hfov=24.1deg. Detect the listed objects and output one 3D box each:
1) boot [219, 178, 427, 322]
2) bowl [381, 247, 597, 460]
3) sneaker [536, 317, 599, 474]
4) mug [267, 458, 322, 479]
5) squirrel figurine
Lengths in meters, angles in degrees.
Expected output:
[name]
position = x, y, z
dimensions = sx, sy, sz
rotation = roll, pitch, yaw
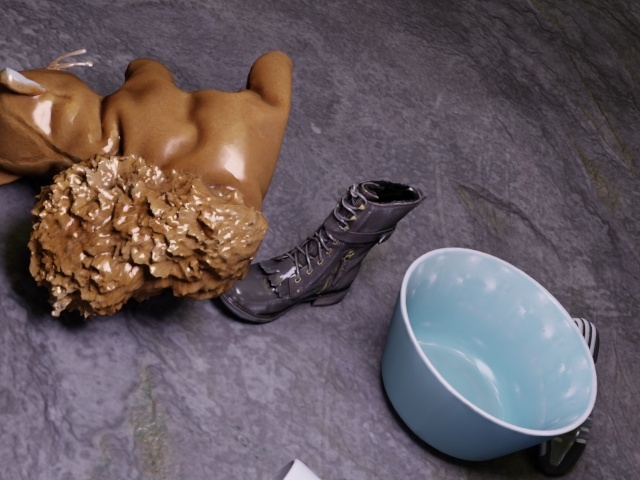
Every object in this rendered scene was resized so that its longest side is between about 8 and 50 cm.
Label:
[boot]
position = 0.000, 0.000, 2.035
dimensions = 0.263, 0.229, 0.091
rotation = -11, 58, -44
[bowl]
position = 0.207, 0.178, 2.067
dimensions = 0.311, 0.163, 0.312
rotation = 20, 42, -20
[sneaker]
position = 0.328, 0.225, 2.184
dimensions = 0.086, 0.132, 0.229
rotation = 23, 75, -35
[mug]
position = 0.013, 0.427, 1.602
dimensions = 0.328, 0.276, 0.374
rotation = 44, 20, 1
[squirrel figurine]
position = -0.256, -0.090, 1.908
dimensions = 0.370, 0.281, 0.397
rotation = 17, 40, -14
